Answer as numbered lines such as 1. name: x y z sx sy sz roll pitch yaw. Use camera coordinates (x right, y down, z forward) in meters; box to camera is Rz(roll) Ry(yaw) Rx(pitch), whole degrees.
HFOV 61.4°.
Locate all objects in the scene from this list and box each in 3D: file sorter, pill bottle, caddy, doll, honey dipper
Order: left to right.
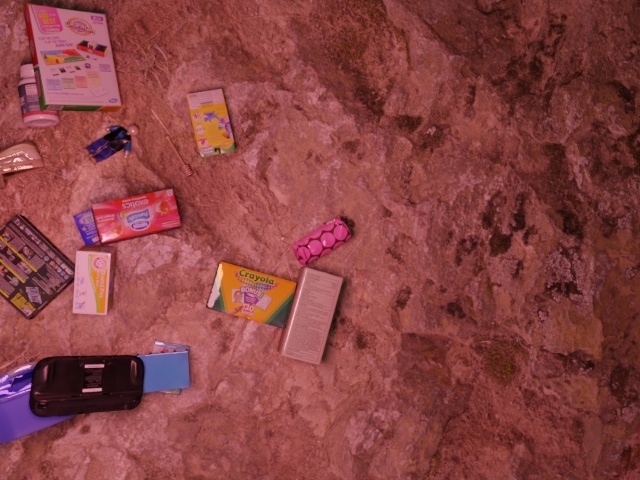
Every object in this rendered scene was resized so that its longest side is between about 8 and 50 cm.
1. caddy: -0.869 0.457 1.622 0.341 0.241 0.179 -17 98 -31
2. pill bottle: -0.911 -0.465 1.736 0.108 0.108 0.180 -9 89 -12
3. doll: -0.690 -0.324 1.806 0.189 0.046 0.129 -39 86 -17
4. file sorter: -0.516 0.420 1.763 0.170 0.104 0.118 -3 89 -12
5. honey dipper: -0.489 -0.293 1.854 0.030 0.030 0.161 -30 92 -11

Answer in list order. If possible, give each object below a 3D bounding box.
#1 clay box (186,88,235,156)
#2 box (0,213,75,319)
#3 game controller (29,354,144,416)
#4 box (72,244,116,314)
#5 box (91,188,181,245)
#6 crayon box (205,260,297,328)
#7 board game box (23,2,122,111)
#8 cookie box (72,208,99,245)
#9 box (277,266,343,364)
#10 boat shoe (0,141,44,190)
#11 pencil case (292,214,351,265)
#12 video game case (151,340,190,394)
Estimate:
1. clay box: -0.379 -0.403 1.870 0.127 0.053 0.222 -12 91 -12
2. box: -0.947 0.084 1.729 0.270 0.060 0.216 45 81 -6
3. game controller: -0.676 0.424 1.589 0.319 0.067 0.166 9 73 -39
4. box: -0.722 0.124 1.727 0.103 0.114 0.203 5 97 -12
5. box: -0.597 -0.075 1.753 0.257 0.122 0.128 -14 91 -23
6. crayon box: -0.238 0.186 1.858 0.278 0.081 0.165 16 85 -10
7. board game box: -0.793 -0.579 1.736 0.242 0.064 0.316 -9 89 -40
8. cookie box: -0.751 -0.045 1.783 0.092 0.040 0.107 -23 93 -12
9. box: -0.037 0.257 1.875 0.148 0.121 0.311 18 84 -10
10. boat shoe: -1.034 -0.208 1.702 0.302 0.109 0.098 -28 92 -17
11. pencil case: 0.000 0.000 1.912 0.209 0.095 0.098 -33 129 -13
12. video game case: -0.518 0.431 1.824 0.119 0.015 0.166 11 85 -11
